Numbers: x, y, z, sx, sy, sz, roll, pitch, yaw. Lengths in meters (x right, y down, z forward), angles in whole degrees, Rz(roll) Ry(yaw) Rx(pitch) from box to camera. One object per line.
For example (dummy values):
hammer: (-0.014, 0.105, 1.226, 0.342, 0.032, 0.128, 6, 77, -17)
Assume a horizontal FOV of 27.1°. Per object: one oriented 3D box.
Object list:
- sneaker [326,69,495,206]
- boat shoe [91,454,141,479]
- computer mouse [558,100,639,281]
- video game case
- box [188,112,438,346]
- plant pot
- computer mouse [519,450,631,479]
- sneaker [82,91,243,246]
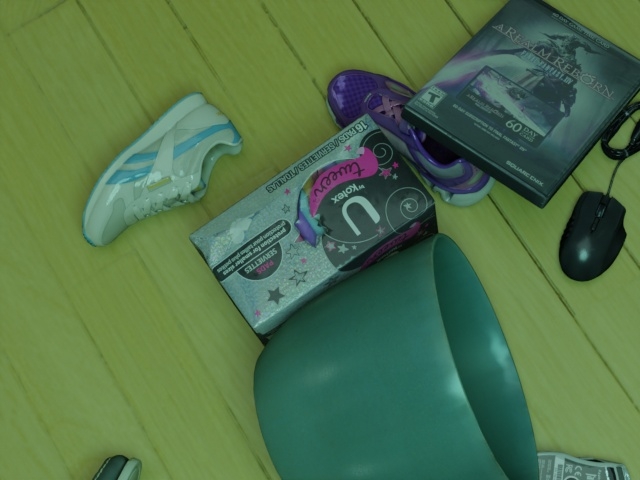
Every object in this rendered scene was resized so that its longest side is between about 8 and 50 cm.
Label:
sneaker: (0.108, -0.139, 1.588, 0.236, 0.104, 0.095, 35, 82, 15)
boat shoe: (-0.315, 0.365, 1.481, 0.099, 0.116, 0.319, 31, 84, 9)
computer mouse: (0.345, -0.062, 1.574, 0.071, 0.041, 0.242, 20, 76, 12)
video game case: (0.248, -0.175, 1.566, 0.196, 0.026, 0.274, 35, 56, 13)
box: (0.000, 0.000, 1.527, 0.247, 0.163, 0.142, -35, 72, -4)
plant pot: (0.070, 0.167, 1.418, 0.235, 0.293, 0.293, -20, 72, 16)
computer mouse: (0.309, 0.275, 1.482, 0.193, 0.042, 0.106, 9, 80, 3)
sneaker: (-0.195, -0.073, 1.610, 0.092, 0.087, 0.228, 42, 84, 13)
